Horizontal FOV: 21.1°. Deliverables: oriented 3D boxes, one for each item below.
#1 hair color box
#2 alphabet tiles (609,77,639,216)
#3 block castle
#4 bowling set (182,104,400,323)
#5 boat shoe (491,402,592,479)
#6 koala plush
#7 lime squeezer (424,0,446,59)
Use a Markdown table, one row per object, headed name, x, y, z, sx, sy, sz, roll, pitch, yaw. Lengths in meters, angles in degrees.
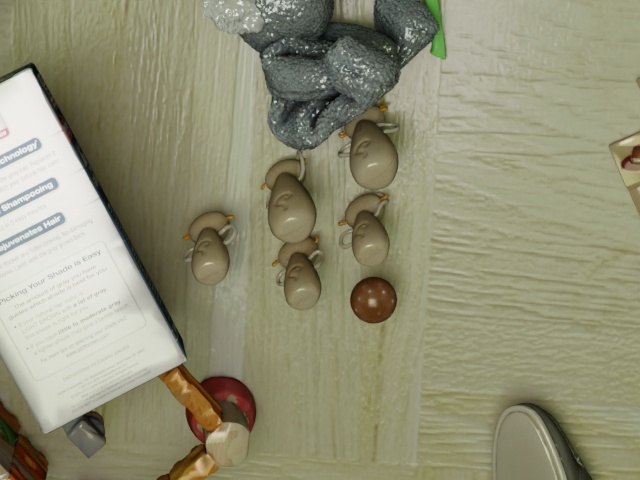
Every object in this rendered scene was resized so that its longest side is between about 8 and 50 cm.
| name | x | y | z | sx | sy | sz | roll | pitch | yaw |
| --- | --- | --- | --- | --- | --- | --- | --- | --- | --- |
| hair color box | -0.294 | 0.006 | 1.804 | 0.174 | 0.105 | 0.347 | -27 | 102 | -2 |
| alphabet tiles | 0.503 | -0.061 | 1.949 | 0.285 | 0.011 | 0.343 | -23 | 99 | 11 |
| block castle | -0.313 | 0.143 | 1.988 | 0.303 | 0.213 | 0.453 | -40 | 102 | 1 |
| bowling set | 0.000 | 0.000 | 1.969 | 0.287 | 0.154 | 0.200 | -28 | 118 | 10 |
| boat shoe | 0.289 | 0.341 | 2.030 | 0.112 | 0.095 | 0.335 | -10 | 99 | 45 |
| koala plush | -0.027 | -0.230 | 1.884 | 0.221 | 0.196 | 0.203 | 47 | 126 | -8 |
| lime squeezer | 0.150 | -0.361 | 1.900 | 0.110 | 0.059 | 0.310 | 24 | 103 | 1 |
